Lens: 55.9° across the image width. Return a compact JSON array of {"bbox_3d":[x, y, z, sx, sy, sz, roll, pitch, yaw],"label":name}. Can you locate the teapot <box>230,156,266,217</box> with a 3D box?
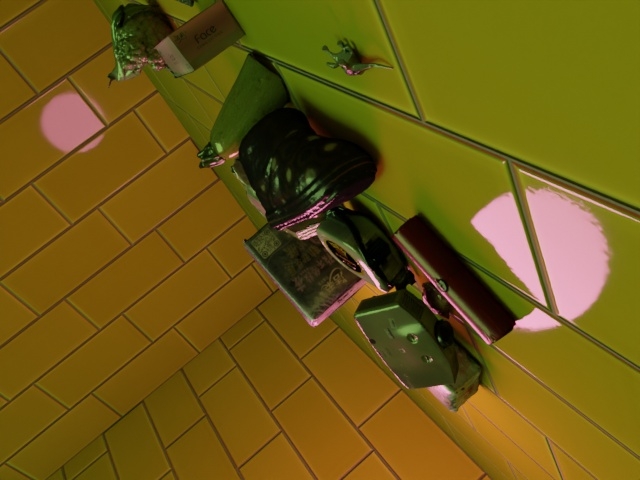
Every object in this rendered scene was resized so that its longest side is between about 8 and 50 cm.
[{"bbox_3d":[-0.120,-0.163,1.667,0.221,0.178,0.163,43,168,10],"label":"teapot"}]

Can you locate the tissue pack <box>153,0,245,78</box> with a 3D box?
[{"bbox_3d":[-0.280,-0.454,1.370,0.092,0.149,0.246,55,168,-21],"label":"tissue pack"}]

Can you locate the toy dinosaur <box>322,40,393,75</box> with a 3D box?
[{"bbox_3d":[0.041,-0.270,0.899,0.058,0.037,0.180,29,-169,-31],"label":"toy dinosaur"}]

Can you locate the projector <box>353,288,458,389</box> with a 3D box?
[{"bbox_3d":[0.226,0.236,1.460,0.194,0.088,0.269,-20,114,39],"label":"projector"}]

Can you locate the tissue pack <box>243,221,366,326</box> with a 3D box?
[{"bbox_3d":[-0.044,0.064,1.934,0.361,0.259,0.122,47,174,16],"label":"tissue pack"}]

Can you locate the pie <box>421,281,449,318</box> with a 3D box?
[{"bbox_3d":[0.270,0.137,1.405,0.092,0.034,0.170,42,169,26],"label":"pie"}]

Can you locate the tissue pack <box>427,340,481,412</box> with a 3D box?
[{"bbox_3d":[0.299,0.314,1.686,0.311,0.128,0.228,44,169,27],"label":"tissue pack"}]

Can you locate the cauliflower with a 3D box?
[{"bbox_3d":[-0.573,-0.592,1.876,0.256,0.239,0.315,52,127,5],"label":"cauliflower"}]

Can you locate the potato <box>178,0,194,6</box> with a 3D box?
[{"bbox_3d":[-0.330,-0.590,1.439,0.093,0.036,0.037,27,125,22],"label":"potato"}]

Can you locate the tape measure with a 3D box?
[{"bbox_3d":[0.109,0.011,1.473,0.235,0.115,0.207,31,161,41],"label":"tape measure"}]

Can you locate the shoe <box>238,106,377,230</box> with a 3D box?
[{"bbox_3d":[-0.041,-0.167,1.260,0.237,0.171,0.384,65,156,-2],"label":"shoe"}]

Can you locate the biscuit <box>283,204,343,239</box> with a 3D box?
[{"bbox_3d":[-0.032,-0.070,1.699,0.046,0.147,0.250,52,169,-24],"label":"biscuit"}]

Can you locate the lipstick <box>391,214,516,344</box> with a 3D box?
[{"bbox_3d":[0.251,0.074,1.142,0.279,0.073,0.073,48,171,9],"label":"lipstick"}]

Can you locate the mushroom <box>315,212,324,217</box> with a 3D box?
[{"bbox_3d":[-0.061,-0.183,1.482,0.270,0.118,0.103,51,-152,3],"label":"mushroom"}]

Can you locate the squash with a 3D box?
[{"bbox_3d":[-0.173,-0.265,1.374,0.137,0.287,0.137,29,-164,-9],"label":"squash"}]
